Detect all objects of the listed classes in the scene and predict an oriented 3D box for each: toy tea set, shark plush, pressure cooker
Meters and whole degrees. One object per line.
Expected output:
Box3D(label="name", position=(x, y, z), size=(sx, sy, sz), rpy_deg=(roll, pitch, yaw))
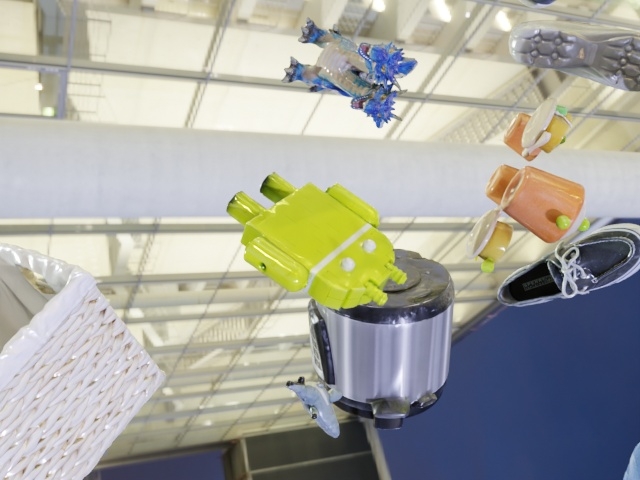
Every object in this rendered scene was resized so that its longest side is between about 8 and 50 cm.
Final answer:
Box3D(label="toy tea set", position=(0.351, -0.095, 1.066), size=(0.336, 0.124, 0.200), rpy_deg=(-64, -177, -32))
Box3D(label="shark plush", position=(-0.005, 0.265, 1.114), size=(0.161, 0.073, 0.067), rpy_deg=(69, 9, -49))
Box3D(label="pressure cooker", position=(0.167, 0.272, 1.798), size=(0.375, 0.369, 0.421), rpy_deg=(20, -57, 37))

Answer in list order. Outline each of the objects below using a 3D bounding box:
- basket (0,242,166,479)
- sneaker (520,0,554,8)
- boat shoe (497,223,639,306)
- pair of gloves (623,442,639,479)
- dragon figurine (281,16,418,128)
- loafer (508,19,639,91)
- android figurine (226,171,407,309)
Box3D(label="basket", position=(-0.480, 0.214, 1.025), size=(0.328, 0.331, 0.267), rpy_deg=(10, -40, 39))
Box3D(label="sneaker", position=(0.416, -0.623, 1.492), size=(0.148, 0.349, 0.131), rpy_deg=(-174, -87, -70))
Box3D(label="boat shoe", position=(0.485, 0.056, 1.326), size=(0.306, 0.104, 0.113), rpy_deg=(-22, -96, 40))
Box3D(label="pair of gloves", position=(0.174, 0.152, 0.301), size=(0.198, 0.023, 0.159), rpy_deg=(76, 11, -54))
Box3D(label="dragon figurine", position=(0.053, -0.180, 0.763), size=(0.144, 0.289, 0.085), rpy_deg=(29, -77, 13))
Box3D(label="loafer", position=(0.520, -0.360, 1.286), size=(0.111, 0.319, 0.112), rpy_deg=(-64, 168, -58))
Box3D(label="android figurine", position=(0.000, 0.000, 1.006), size=(0.272, 0.248, 0.056), rpy_deg=(36, -49, 17))
